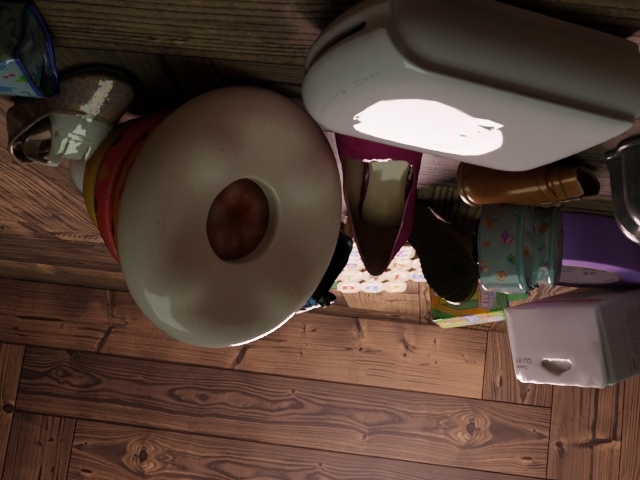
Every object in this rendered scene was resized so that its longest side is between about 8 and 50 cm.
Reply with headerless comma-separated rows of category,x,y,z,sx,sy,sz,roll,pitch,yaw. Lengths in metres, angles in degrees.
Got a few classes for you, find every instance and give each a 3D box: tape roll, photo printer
tape roll,0.470,0.022,1.810,0.274,0.090,0.275,6,169,1
photo printer,0.141,-0.165,1.015,0.307,0.107,0.256,11,168,-19

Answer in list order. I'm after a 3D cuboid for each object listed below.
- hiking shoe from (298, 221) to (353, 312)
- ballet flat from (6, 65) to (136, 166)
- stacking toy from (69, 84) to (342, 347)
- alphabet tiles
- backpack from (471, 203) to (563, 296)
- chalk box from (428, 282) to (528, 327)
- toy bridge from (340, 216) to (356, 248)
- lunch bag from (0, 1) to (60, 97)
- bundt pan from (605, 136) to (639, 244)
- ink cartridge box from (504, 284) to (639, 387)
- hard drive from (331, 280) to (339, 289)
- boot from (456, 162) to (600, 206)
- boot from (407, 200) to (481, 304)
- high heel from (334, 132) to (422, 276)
hiking shoe,0.000,0.000,1.511,0.132,0.304,0.113,-6,137,26
ballet flat,-0.358,-0.160,1.367,0.107,0.106,0.316,16,166,-35
stacking toy,-0.234,-0.067,1.413,0.350,0.351,0.479,17,180,-43
alphabet tiles,0.126,0.063,2.261,0.284,0.021,0.278,-1,155,0
backpack,0.322,0.008,1.579,0.144,0.166,0.188,3,-179,28
chalk box,0.360,0.115,2.194,0.213,0.133,0.132,-11,164,15
toy bridge,0.063,-0.016,1.945,0.026,0.063,0.188,11,169,-16
lunch bag,-0.384,-0.215,1.131,0.128,0.096,0.151,6,159,3
bundt pan,0.553,-0.048,1.312,0.330,0.124,0.331,7,168,1
ink cartridge box,0.610,0.167,1.948,0.384,0.161,0.279,-12,-179,-29
hard drive,-0.092,0.062,2.449,0.338,0.064,0.237,8,169,0
boot,0.303,-0.088,1.410,0.152,0.073,0.197,-1,178,42
boot,0.271,0.041,1.801,0.089,0.236,0.269,-38,147,19
high heel,0.084,-0.065,1.367,0.127,0.181,0.377,4,169,14
